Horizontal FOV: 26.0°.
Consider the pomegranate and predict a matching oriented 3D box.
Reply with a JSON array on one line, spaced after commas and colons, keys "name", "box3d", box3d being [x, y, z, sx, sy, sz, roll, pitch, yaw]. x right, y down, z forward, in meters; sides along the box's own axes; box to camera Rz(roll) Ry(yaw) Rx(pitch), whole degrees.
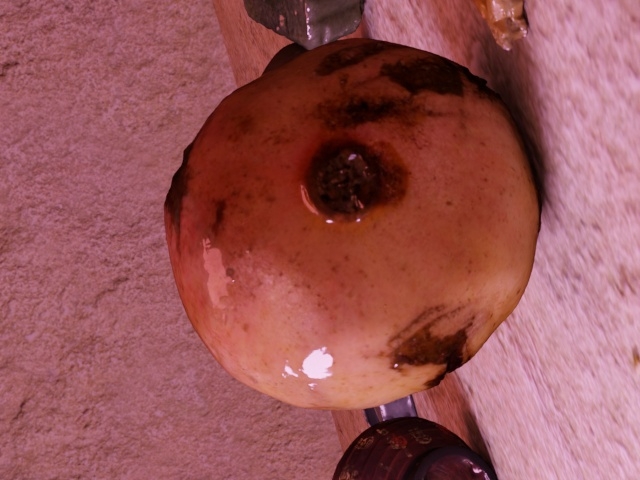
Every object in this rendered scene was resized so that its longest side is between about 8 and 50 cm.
[{"name": "pomegranate", "box3d": [0.028, -0.013, 1.163, 0.322, 0.322, 0.322, 163, 90, -84]}]

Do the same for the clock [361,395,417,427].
[{"name": "clock", "box3d": [0.104, 0.257, 2.439, 0.312, 0.061, 0.313, 163, 90, -83]}]

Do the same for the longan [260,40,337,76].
[{"name": "longan", "box3d": [-0.002, -0.162, 1.714, 0.189, 0.189, 0.189, 163, 90, -84]}]

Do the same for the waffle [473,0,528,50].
[{"name": "waffle", "box3d": [0.120, -0.245, 1.007, 0.191, 0.032, 0.125, 80, 173, -57]}]

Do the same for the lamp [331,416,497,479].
[{"name": "lamp", "box3d": [0.118, 0.351, 1.808, 0.247, 0.247, 0.247, 163, 90, -84]}]

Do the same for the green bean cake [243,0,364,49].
[{"name": "green bean cake", "box3d": [-0.030, -0.341, 1.655, 0.183, 0.094, 0.185, 38, 147, 51]}]
